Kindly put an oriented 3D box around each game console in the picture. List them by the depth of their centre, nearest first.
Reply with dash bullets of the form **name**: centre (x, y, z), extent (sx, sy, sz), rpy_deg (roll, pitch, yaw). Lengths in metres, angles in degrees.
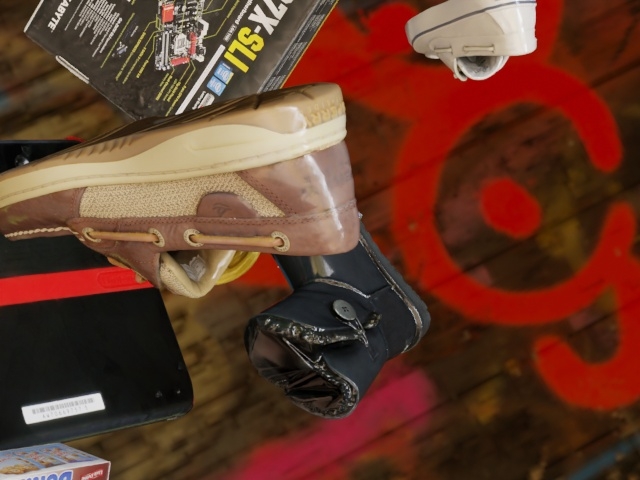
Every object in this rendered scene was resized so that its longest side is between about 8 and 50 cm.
- **game console**: centre (-0.322, 0.051, 1.495), extent (0.060, 0.386, 0.342), rpy_deg (-29, -104, 38)

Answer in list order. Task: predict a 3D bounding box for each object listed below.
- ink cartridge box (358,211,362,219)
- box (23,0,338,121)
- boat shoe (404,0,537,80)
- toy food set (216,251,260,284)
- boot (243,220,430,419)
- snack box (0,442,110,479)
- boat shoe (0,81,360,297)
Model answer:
- **ink cartridge box**: centre (0.000, 0.000, 1.736), extent (0.063, 0.115, 0.029), rpy_deg (40, -26, -30)
- **box**: centre (-0.121, -0.270, 1.483), extent (0.257, 0.322, 0.079), rpy_deg (37, 18, 8)
- **boat shoe**: centre (0.156, -0.209, 1.520), extent (0.258, 0.095, 0.084), rpy_deg (176, -97, -80)
- **toy food set**: centre (-0.123, -0.062, 1.621), extent (0.071, 0.128, 0.218), rpy_deg (101, -9, -69)
- **boot**: centre (-0.017, 0.047, 1.430), extent (0.246, 0.207, 0.094), rpy_deg (47, -59, 7)
- **snack box**: centre (-0.258, 0.193, 1.191), extent (0.064, 0.178, 0.022), rpy_deg (12, -84, 35)
- **boat shoe**: centre (-0.107, -0.017, 0.966), extent (0.342, 0.123, 0.123), rpy_deg (-9, -76, 41)
